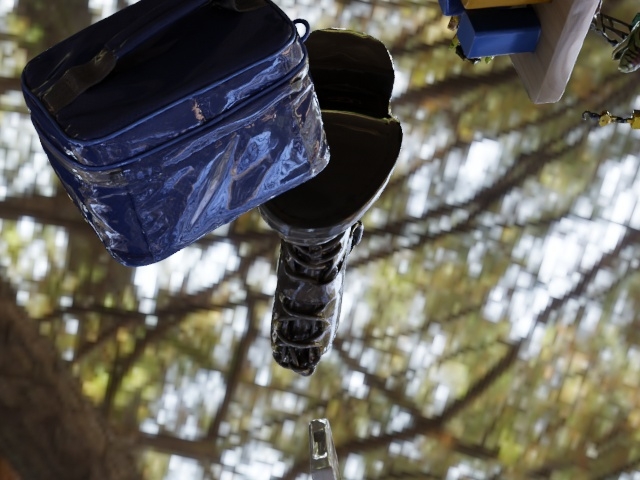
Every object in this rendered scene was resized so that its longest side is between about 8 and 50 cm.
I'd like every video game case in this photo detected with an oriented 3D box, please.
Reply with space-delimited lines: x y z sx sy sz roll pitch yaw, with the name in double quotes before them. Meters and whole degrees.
"video game case" 0.020 0.262 1.463 0.022 0.190 0.173 -12 -172 1

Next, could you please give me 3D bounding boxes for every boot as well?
"boot" 0.000 0.000 1.186 0.091 0.229 0.263 11 -147 4

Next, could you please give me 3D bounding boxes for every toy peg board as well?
"toy peg board" 0.075 -0.176 0.839 0.079 0.160 0.161 -6 -127 -18

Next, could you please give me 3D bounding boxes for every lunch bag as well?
"lunch bag" -0.046 -0.048 0.576 0.098 0.065 0.067 -31 -136 -13

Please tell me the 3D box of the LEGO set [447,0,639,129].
"LEGO set" 0.247 -0.168 1.194 0.331 0.255 0.192 25 -141 -22
